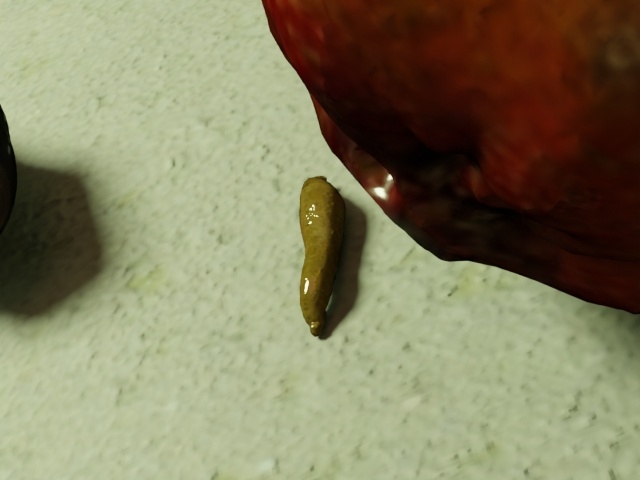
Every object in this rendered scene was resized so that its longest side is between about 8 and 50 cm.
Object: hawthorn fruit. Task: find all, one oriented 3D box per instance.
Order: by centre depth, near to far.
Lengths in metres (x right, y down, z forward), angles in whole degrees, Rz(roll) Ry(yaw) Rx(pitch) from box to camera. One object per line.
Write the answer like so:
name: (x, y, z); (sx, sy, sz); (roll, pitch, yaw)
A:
hawthorn fruit: (0.122, -0.120, 0.549); (0.311, 0.295, 0.295); (-48, 28, 27)

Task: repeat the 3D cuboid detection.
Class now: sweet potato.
sweet potato: (0.000, 0.000, 0.716); (0.026, 0.026, 0.115); (-17, 38, 16)

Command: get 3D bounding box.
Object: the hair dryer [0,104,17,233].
hair dryer: (-0.340, 0.027, 0.872); (0.359, 0.120, 0.304); (-47, 30, -8)
